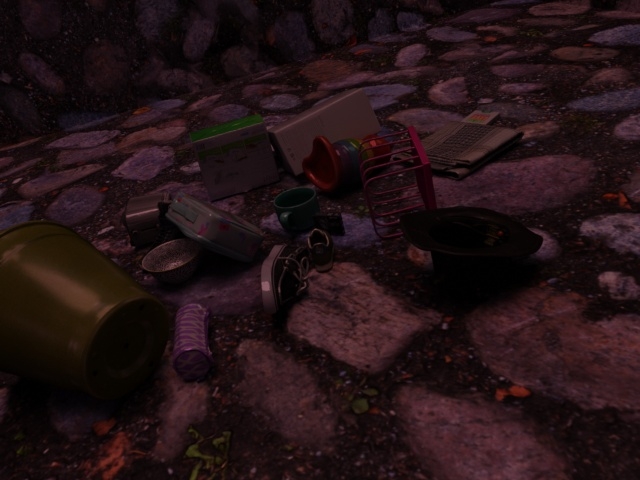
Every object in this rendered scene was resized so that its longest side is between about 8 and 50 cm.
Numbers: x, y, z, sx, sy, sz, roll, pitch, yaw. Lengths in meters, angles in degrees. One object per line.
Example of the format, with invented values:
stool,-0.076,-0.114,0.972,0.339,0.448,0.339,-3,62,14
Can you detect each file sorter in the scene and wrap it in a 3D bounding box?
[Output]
file sorter,0.213,-0.165,1.693,0.182,0.202,0.290,-13,29,6

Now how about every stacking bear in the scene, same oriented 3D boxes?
stacking bear,0.113,-0.272,1.975,0.289,0.175,0.164,-22,69,-34

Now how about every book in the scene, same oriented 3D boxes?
book,0.582,-0.437,2.181,0.096,0.035,0.144,13,37,35

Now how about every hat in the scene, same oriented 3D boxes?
hat,0.332,0.025,1.376,0.332,0.133,0.331,5,24,-2

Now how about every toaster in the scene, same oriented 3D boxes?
toaster,-0.558,-0.078,1.964,0.147,0.129,0.227,-13,27,-5

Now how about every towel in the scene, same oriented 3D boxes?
towel,0.450,-0.317,1.989,0.324,0.056,0.312,-33,34,-25

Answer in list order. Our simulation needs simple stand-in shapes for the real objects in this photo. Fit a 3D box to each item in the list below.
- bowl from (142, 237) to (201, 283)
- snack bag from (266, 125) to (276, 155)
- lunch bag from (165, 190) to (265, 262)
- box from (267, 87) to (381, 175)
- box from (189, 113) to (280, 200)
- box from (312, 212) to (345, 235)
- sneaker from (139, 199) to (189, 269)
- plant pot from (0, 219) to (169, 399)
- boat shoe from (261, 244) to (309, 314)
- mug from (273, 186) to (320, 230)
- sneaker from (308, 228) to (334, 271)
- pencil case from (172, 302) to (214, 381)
bowl,-0.407,0.070,1.680,0.170,0.080,0.170,-10,30,6
snack bag,-0.088,-0.416,2.383,0.323,0.037,0.342,-7,29,-5
lunch bag,-0.309,-0.040,1.690,0.279,0.224,0.107,27,94,51
box,0.005,-0.388,2.118,0.345,0.168,0.215,-28,17,-6
box,-0.301,-0.294,2.114,0.262,0.231,0.126,-19,30,-7
box,0.024,-0.047,1.707,0.083,0.067,0.018,3,34,27
sneaker,-0.479,-0.027,1.802,0.086,0.163,0.226,11,39,35
plant pot,-0.544,0.179,1.330,0.353,0.366,0.366,20,42,27
boat shoe,-0.078,0.089,1.474,0.105,0.113,0.306,-4,15,6
mug,-0.077,-0.082,1.781,0.158,0.097,0.129,-31,34,-26
sneaker,0.000,0.000,1.614,0.064,0.086,0.192,-12,29,4
pencil case,-0.288,0.223,1.353,0.088,0.086,0.206,-28,30,2
